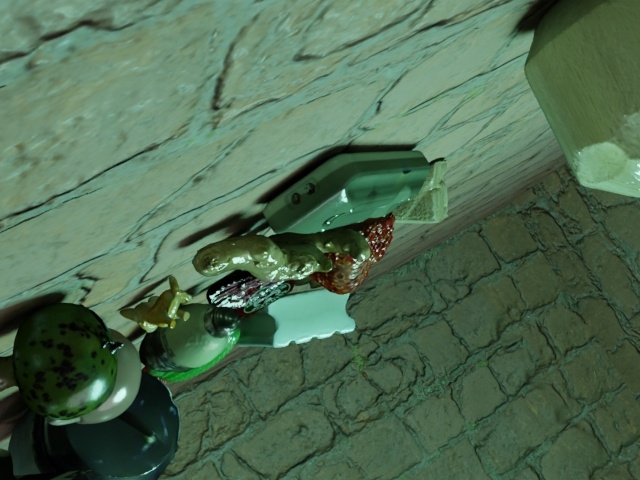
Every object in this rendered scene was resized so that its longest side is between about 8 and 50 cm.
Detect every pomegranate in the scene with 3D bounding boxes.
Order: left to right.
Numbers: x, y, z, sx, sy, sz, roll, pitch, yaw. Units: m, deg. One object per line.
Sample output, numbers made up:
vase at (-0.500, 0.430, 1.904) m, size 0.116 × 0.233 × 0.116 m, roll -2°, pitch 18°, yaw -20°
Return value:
pomegranate at (-0.279, 0.125, 0.928) m, size 0.162 × 0.122 × 0.122 m, roll -6°, pitch 169°, yaw -8°

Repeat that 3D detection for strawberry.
strawberry at (0.039, 0.024, 1.374) m, size 0.175 × 0.106 × 0.236 m, roll -15°, pitch -171°, yaw 21°

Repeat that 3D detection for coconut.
coconut at (0.354, -0.160, 0.954) m, size 0.237 × 0.265 × 0.237 m, roll -22°, pitch 175°, yaw -2°

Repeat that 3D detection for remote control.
remote control at (0.049, -0.061, 1.172) m, size 0.128 × 0.065 × 0.335 m, roll -36°, pitch 172°, yaw 22°

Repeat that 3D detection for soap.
soap at (-0.060, 0.144, 1.721) m, size 0.160 × 0.087 × 0.265 m, roll -11°, pitch 178°, yaw -20°

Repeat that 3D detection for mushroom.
mushroom at (-0.020, 0.056, 1.686) m, size 0.084 × 0.067 × 0.083 m, roll -24°, pitch 172°, yaw -4°

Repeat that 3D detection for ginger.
ginger at (-0.068, 0.019, 1.136) m, size 0.149 × 0.065 × 0.259 m, roll -2°, pitch -175°, yaw 44°

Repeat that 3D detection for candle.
candle at (-0.381, 0.333, 1.485) m, size 0.221 × 0.221 × 0.342 m, roll -25°, pitch 172°, yaw -40°

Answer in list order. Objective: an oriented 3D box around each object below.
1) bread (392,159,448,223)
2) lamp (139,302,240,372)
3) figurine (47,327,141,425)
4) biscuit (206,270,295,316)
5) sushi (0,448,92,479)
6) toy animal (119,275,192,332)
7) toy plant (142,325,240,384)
bread at (0.143, -0.084, 1.578) m, size 0.152 × 0.105 × 0.077 m, roll 1°, pitch -171°, yaw 26°
lamp at (-0.208, 0.152, 1.418) m, size 0.101 × 0.101 × 0.250 m, roll -24°, pitch 176°, yaw -44°
figurine at (-0.290, 0.170, 1.161) m, size 0.125 × 0.125 × 0.138 m, roll -34°, pitch 162°, yaw 19°
biscuit at (-0.105, 0.081, 1.519) m, size 0.151 × 0.063 × 0.235 m, roll -31°, pitch 172°, yaw -4°
sushi at (-0.532, 0.313, 1.184) m, size 0.296 × 0.099 × 0.373 m, roll -13°, pitch 179°, yaw 31°
toy animal at (-0.213, 0.083, 1.186) m, size 0.083 × 0.081 × 0.060 m, roll 7°, pitch -155°, yaw 32°
toy plant at (-0.258, 0.218, 1.726) m, size 0.240 × 0.088 × 0.154 m, roll -29°, pitch 174°, yaw -2°
